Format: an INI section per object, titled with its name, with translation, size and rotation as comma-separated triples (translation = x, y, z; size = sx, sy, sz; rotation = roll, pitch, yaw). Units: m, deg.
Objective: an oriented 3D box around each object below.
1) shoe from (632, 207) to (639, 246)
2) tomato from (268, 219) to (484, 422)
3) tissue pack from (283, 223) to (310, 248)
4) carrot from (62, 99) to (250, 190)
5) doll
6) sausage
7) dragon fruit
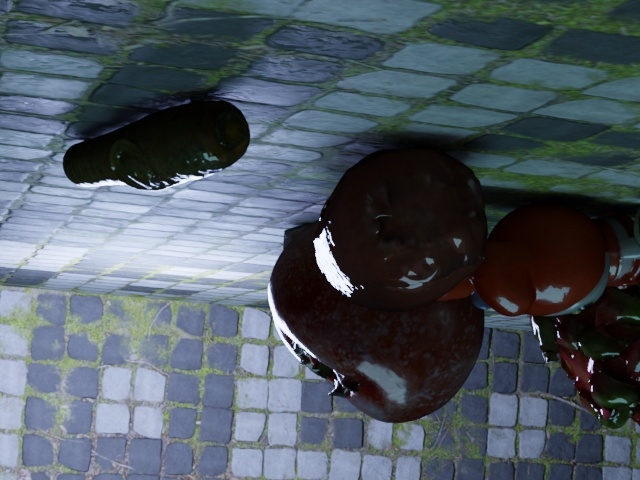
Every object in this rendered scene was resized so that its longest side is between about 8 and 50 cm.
[shoe]
translation = 0.417, -0.013, 1.444
size = 0.194, 0.074, 0.077
rotation = 4, 168, 16
[tomato]
translation = 0.074, 0.082, 1.688
size = 0.270, 0.227, 0.270
rotation = 43, 167, 12
[tissue pack]
translation = 0.000, 0.000, 1.900
size = 0.083, 0.035, 0.063
rotation = 10, 169, -33
[carrot]
translation = -0.165, -0.076, 1.260
size = 0.070, 0.070, 0.342
rotation = 8, 173, -31
[doll]
translation = 0.246, 0.022, 1.557
size = 0.290, 0.130, 0.161
rotation = -9, -176, -22
[sausage]
translation = 0.075, -0.007, 1.346
size = 0.152, 0.152, 0.279
rotation = 5, 172, -8
[dragon fruit]
translation = 0.393, 0.109, 1.751
size = 0.303, 0.231, 0.237
rotation = 47, -166, 27
